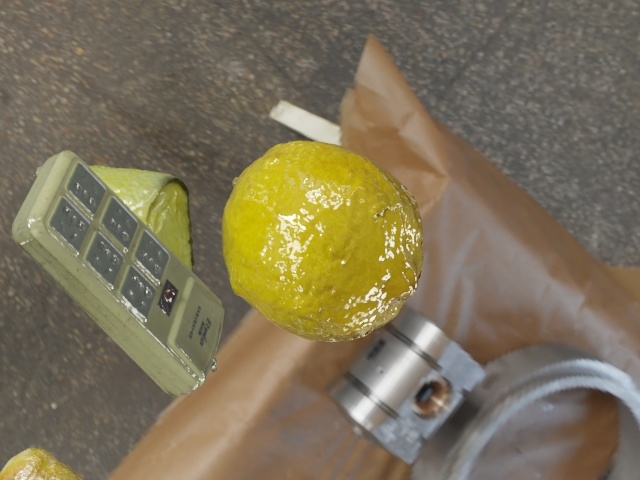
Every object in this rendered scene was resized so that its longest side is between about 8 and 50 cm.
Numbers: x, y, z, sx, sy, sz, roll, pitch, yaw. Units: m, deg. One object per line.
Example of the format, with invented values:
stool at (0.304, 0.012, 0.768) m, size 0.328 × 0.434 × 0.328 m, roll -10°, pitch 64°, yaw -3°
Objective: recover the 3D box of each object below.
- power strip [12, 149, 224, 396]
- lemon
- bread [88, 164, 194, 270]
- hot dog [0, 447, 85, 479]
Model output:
power strip at (-0.111, 0.025, 0.733) m, size 0.028 × 0.076 × 0.169 m, roll -23°, pitch 124°, yaw 29°
lemon at (0.000, 0.000, 1.215) m, size 0.192 × 0.231 × 0.192 m, roll -41°, pitch 149°, yaw -31°
bread at (-0.189, -0.005, 1.150) m, size 0.111 × 0.114 × 0.129 m, roll -39°, pitch 126°, yaw -66°
hot dog at (-0.189, 0.303, 1.152) m, size 0.285 × 0.061 × 0.088 m, roll 35°, pitch 84°, yaw 2°
